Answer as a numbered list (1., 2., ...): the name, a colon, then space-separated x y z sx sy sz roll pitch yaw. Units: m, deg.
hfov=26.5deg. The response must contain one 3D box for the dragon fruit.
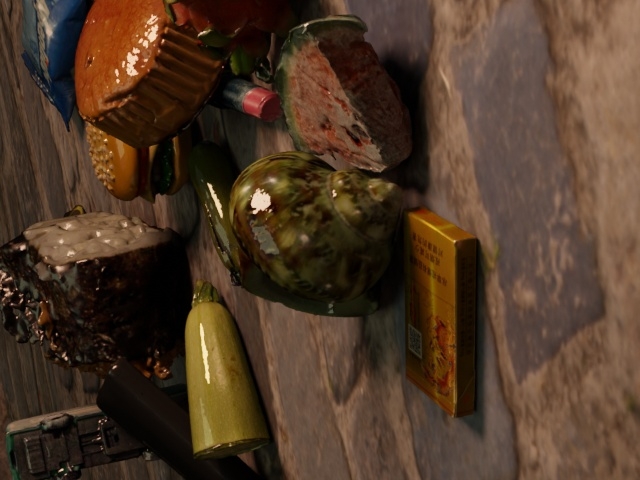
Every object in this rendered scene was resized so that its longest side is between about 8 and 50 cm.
1. dragon fruit: -0.081 -0.228 1.275 0.137 0.135 0.236 50 165 51

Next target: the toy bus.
1. toy bus: -0.285 0.255 1.795 0.109 0.261 0.091 -175 76 -72

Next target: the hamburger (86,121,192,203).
1. hamburger: -0.220 -0.123 1.650 0.162 0.115 0.162 167 90 -68

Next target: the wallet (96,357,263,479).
1. wallet: -0.175 0.253 1.679 0.250 0.044 0.149 41 152 2

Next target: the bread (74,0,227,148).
1. bread: -0.189 -0.204 1.452 0.199 0.104 0.199 -29 48 39

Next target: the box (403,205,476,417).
1. box: 0.096 0.058 1.104 0.089 0.022 0.156 -144 47 -61

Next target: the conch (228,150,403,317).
1. conch: 0.002 -0.003 1.172 0.181 0.187 0.124 13 74 52

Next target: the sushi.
1. sushi: -0.318 0.071 1.838 0.348 0.234 0.208 -154 54 -67

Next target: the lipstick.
1. lipstick: -0.096 -0.161 1.439 0.234 0.053 0.054 26 124 57

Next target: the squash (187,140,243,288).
1. squash: -0.107 -0.033 1.508 0.052 0.052 0.183 121 134 -58

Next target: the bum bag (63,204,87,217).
1. bum bag: -0.368 0.032 2.151 0.232 0.060 0.107 58 141 37

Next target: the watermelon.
1. watermelon: 0.031 -0.113 1.135 0.139 0.071 0.187 50 160 19

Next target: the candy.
1. candy: -0.401 -0.332 2.044 0.187 0.077 0.331 57 151 28

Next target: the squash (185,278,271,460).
1. squash: -0.123 0.147 1.607 0.094 0.094 0.224 125 137 -60
